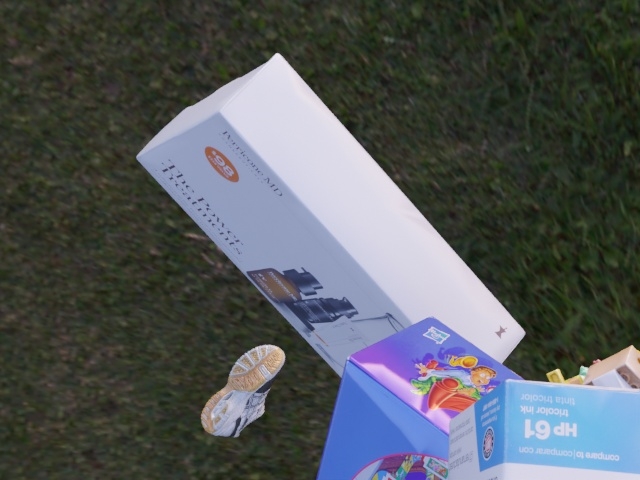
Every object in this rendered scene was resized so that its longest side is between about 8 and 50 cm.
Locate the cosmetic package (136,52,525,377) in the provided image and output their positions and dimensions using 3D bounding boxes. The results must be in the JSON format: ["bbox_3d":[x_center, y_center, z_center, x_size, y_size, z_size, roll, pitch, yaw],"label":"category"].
[{"bbox_3d":[0.000,0.000,1.323,0.377,0.284,0.097,47,67,-12],"label":"cosmetic package"}]

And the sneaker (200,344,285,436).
[{"bbox_3d":[-0.052,0.112,0.932,0.083,0.037,0.032,-47,47,12],"label":"sneaker"}]

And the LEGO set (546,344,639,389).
[{"bbox_3d":[0.204,0.180,1.092,0.132,0.107,0.287,38,124,31],"label":"LEGO set"}]

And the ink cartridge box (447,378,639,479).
[{"bbox_3d":[0.075,0.117,0.434,0.052,0.088,0.122,5,72,-6],"label":"ink cartridge box"}]

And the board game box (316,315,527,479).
[{"bbox_3d":[0.089,0.253,0.746,0.233,0.078,0.347,35,128,31],"label":"board game box"}]
